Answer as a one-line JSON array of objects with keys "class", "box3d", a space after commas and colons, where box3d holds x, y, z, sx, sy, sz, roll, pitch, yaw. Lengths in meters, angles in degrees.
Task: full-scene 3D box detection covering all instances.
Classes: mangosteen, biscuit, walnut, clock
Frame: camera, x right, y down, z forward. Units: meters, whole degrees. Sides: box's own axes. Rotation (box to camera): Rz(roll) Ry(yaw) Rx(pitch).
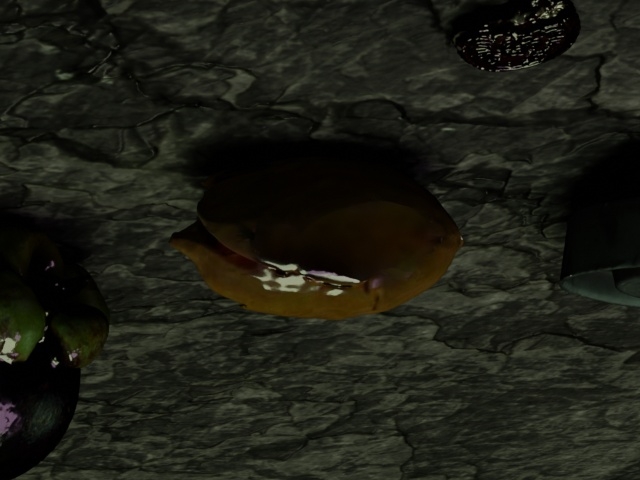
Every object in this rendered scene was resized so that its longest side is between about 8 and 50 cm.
[{"class": "mangosteen", "box3d": [-0.289, 0.093, 1.601, 0.243, 0.243, 0.243, -6, 156, -3]}, {"class": "biscuit", "box3d": [0.141, -0.149, 1.373, 0.087, 0.027, 0.089, 5, 154, -28]}, {"class": "walnut", "box3d": [0.000, 0.000, 1.544, 0.245, 0.137, 0.137, -4, 157, -21]}, {"class": "clock", "box3d": [0.365, 0.016, 1.658, 0.319, 0.066, 0.319, 2, 172, 0]}]
